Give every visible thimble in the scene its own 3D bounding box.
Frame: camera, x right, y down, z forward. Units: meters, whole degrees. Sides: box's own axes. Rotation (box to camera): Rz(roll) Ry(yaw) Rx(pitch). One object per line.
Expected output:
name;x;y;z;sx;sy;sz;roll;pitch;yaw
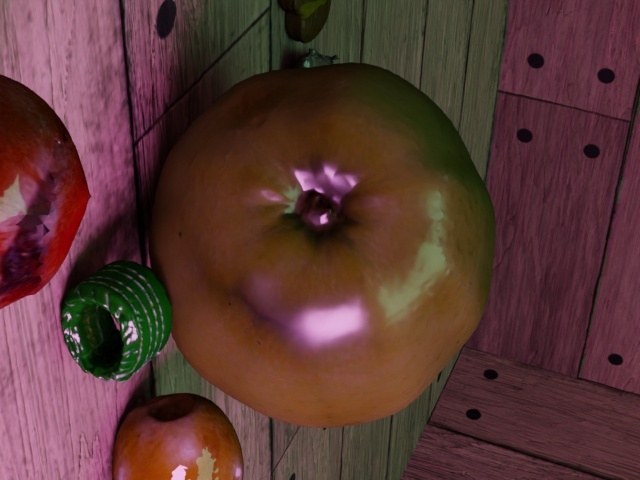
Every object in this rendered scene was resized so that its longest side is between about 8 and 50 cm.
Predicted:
thimble;-0.234;0.093;1.390;0.090;0.118;0.130;-44;127;-53

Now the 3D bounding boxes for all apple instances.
apple;0.000;0.000;1.497;0.473;0.473;0.474;15;90;-73

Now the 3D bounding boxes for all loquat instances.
loquat;-0.192;0.311;1.625;0.179;0.179;0.227;-51;148;-53

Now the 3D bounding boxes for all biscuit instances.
biscuit;-0.005;-0.432;1.797;0.208;0.041;0.290;-56;155;-49

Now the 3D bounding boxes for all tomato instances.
tomato;-0.289;-0.034;0.980;0.208;0.184;0.208;14;90;-74

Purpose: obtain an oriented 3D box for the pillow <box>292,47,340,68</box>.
pillow;-0.029;-0.178;1.911;0.169;0.059;0.255;-23;124;-70
